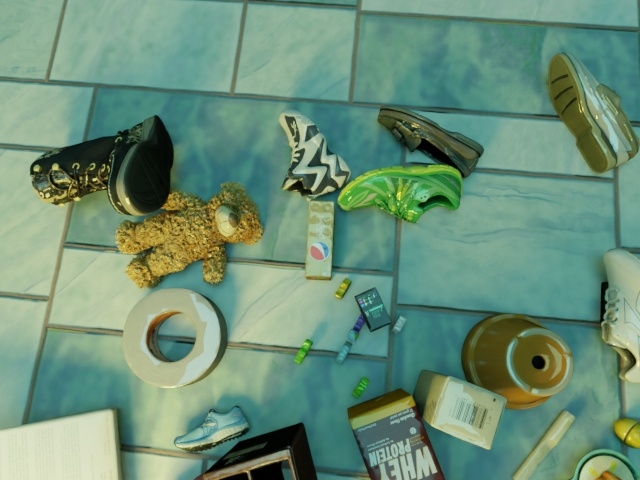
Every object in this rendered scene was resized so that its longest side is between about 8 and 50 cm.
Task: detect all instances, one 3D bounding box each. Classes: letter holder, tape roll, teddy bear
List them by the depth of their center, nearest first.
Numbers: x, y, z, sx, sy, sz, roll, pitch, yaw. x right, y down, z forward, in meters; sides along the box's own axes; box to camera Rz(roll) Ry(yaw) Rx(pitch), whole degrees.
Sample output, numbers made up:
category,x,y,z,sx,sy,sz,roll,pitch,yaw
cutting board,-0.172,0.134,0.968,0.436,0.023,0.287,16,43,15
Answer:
category,x,y,z,sx,sy,sz,roll,pitch,yaw
letter holder,-0.085,0.487,0.946,0.152,0.302,0.214,-17,78,-2
tape roll,-0.323,0.216,1.134,0.220,0.072,0.218,0,77,1
teddy bear,-0.306,-0.013,1.167,0.339,0.113,0.244,-4,79,1

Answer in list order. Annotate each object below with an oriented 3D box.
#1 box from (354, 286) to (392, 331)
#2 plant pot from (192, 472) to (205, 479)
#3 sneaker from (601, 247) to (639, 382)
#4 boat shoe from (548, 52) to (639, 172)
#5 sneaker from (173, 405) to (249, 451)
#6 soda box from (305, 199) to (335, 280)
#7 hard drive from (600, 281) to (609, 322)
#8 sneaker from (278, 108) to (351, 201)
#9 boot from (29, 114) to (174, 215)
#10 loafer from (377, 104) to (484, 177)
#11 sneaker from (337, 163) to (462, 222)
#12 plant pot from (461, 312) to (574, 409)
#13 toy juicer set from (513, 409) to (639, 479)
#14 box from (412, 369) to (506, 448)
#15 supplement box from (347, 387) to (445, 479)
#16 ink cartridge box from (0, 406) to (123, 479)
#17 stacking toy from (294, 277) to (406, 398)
category,x,y,z,sx,sy,sz,roll,pitch,yaw
box,0.113,0.149,1.085,0.052,0.062,0.083,-25,77,1
plant pot,-0.253,0.576,0.999,0.180,0.201,0.201,-20,77,13
sneaker,0.660,0.161,1.073,0.130,0.111,0.296,-15,76,5
boat shoe,0.647,-0.314,1.207,0.104,0.113,0.302,-23,88,-4
sneaker,-0.239,0.409,1.103,0.162,0.063,0.073,-18,60,-6
soda box,0.000,0.000,1.179,0.062,0.058,0.181,2,78,3
hard drive,0.702,0.148,1.137,0.135,0.022,0.094,8,78,3
sneaker,-0.057,-0.192,1.205,0.153,0.094,0.235,-39,89,-15
boot,-0.489,-0.143,1.121,0.285,0.138,0.377,-16,38,3
loafer,0.252,-0.237,1.209,0.268,0.096,0.084,25,85,5
sneaker,0.186,-0.101,1.169,0.296,0.109,0.123,-7,73,0
plant pot,0.414,0.247,1.040,0.205,0.188,0.204,-1,77,2
toy juicer set,0.592,0.459,1.037,0.329,0.089,0.209,20,79,7
box,0.255,0.318,0.985,0.113,0.275,0.094,21,79,7
supplement box,0.148,0.417,1.010,0.129,0.191,0.194,-21,78,-2
ink cartridge box,-0.599,0.526,1.008,0.386,0.091,0.307,-6,77,-18
stacking toy,0.069,0.218,1.134,0.167,0.052,0.221,31,82,10
